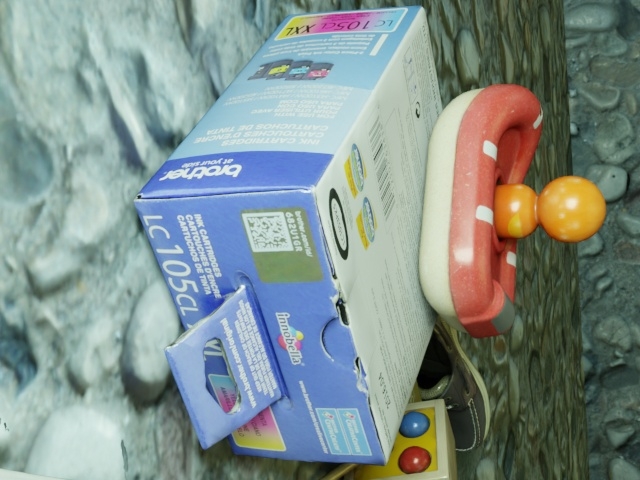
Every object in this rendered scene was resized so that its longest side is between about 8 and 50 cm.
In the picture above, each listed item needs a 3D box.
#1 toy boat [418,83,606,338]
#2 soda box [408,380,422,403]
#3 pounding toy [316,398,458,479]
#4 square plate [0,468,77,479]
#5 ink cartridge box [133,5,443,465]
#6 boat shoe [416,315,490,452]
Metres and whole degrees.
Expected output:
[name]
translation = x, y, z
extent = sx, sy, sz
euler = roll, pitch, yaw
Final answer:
[toy boat]
translation = 0.179, -0.029, 0.856
extent = 0.151, 0.151, 0.231
euler = 43, 51, -61
[soda box]
translation = 0.070, 0.157, 1.081
extent = 0.058, 0.061, 0.181
euler = -64, 145, -47
[pounding toy]
translation = 0.069, 0.239, 1.017
extent = 0.130, 0.141, 0.100
euler = -85, 161, -53
[square plate]
translation = -0.165, 0.288, 0.479
extent = 0.344, 0.049, 0.347
euler = 40, 45, -59
[ink cartridge box]
translation = 0.000, 0.000, 0.808
extent = 0.395, 0.151, 0.270
euler = -64, 145, -51
[boat shoe]
translation = 0.143, 0.170, 1.217
extent = 0.092, 0.103, 0.285
euler = -53, 133, -49
